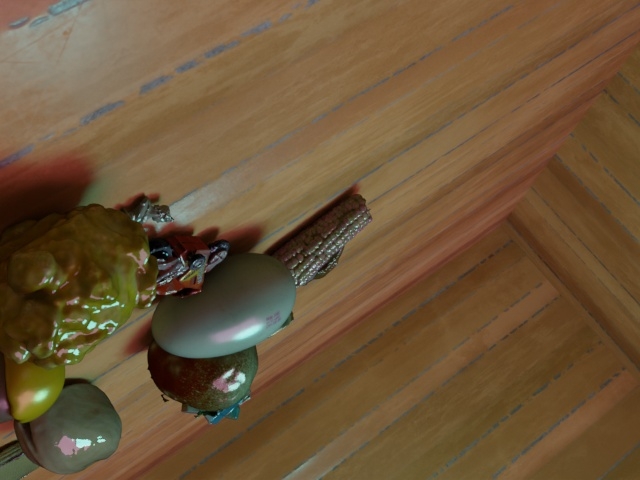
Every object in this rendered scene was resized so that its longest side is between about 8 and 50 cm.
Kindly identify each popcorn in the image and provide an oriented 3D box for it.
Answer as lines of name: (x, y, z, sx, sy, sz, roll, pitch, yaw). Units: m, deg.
popcorn: (-0.394, 0.066, 0.963, 0.242, 0.235, 0.250, -48, 178, 27)

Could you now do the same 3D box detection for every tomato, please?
tomato: (-0.313, 0.307, 1.744, 0.303, 0.303, 0.239, -16, 138, -50)

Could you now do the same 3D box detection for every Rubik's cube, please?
Rubik's cube: (-0.377, 0.556, 2.321, 0.265, 0.224, 0.213, -39, 165, -14)

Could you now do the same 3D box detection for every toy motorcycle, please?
toy motorcycle: (-0.308, 0.057, 1.353, 0.171, 0.089, 0.298, -43, 162, 20)

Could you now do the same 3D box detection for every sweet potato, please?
sweet potato: (0.030, 0.066, 2.123, 0.206, 0.060, 0.068, -55, -171, 21)

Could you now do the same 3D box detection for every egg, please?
egg: (-0.228, 0.160, 1.547, 0.371, 0.230, 0.230, -23, 159, -27)

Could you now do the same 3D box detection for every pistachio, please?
pistachio: (-0.636, 0.472, 1.622, 0.332, 0.207, 0.226, 44, 54, -59)

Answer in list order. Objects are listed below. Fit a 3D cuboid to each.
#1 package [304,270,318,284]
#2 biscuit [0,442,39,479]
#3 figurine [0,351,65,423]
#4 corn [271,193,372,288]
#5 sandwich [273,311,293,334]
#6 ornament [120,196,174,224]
package: (-0.047, 0.073, 1.981, 0.251, 0.062, 0.204, -44, 164, 8)
biscuit: (-0.862, 0.628, 1.807, 0.150, 0.052, 0.252, -29, 163, -38)
figurine: (-0.621, 0.249, 1.093, 0.343, 0.215, 0.187, -10, 105, -36)
corn: (-0.001, -0.001, 1.793, 0.335, 0.126, 0.126, -41, 163, -2)
sandwich: (-0.162, 0.162, 1.752, 0.108, 0.186, 0.220, -31, -177, -11)
ornament: (-0.315, -0.048, 1.150, 0.092, 0.041, 0.068, -21, 153, -18)
